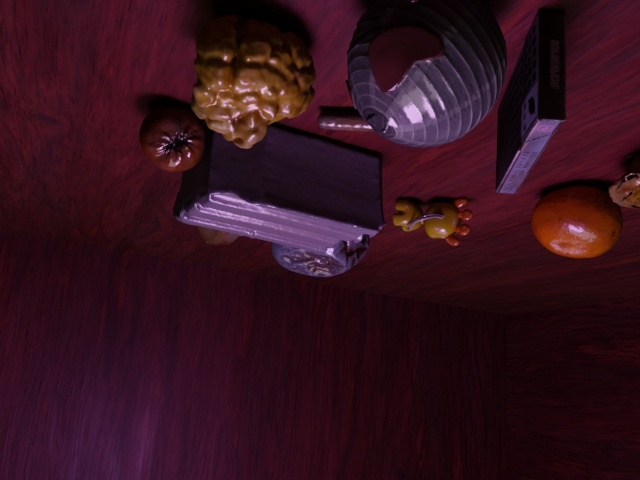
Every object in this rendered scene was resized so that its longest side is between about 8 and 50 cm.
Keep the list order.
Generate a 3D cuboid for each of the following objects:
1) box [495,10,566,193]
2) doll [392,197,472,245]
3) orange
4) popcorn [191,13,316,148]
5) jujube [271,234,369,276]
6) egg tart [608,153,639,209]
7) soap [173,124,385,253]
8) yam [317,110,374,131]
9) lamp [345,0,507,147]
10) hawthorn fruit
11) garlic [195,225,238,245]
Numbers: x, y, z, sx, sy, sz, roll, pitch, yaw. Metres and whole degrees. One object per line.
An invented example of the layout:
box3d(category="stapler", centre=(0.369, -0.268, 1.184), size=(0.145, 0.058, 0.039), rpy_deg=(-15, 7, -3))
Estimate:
box3d(category="box", centre=(0.349, -0.215, 1.005), size=(0.047, 0.180, 0.325), rpy_deg=(4, 166, 8))
box3d(category="doll", centre=(0.334, -0.065, 1.726), size=(0.221, 0.142, 0.135), rpy_deg=(9, 168, 32))
box3d(category="orange", centre=(0.671, -0.054, 1.551), size=(0.224, 0.170, 0.224), rpy_deg=(21, 156, 10))
box3d(category="popcorn", centre=(-0.113, -0.255, 0.979), size=(0.200, 0.203, 0.226), rpy_deg=(15, -176, 2))
box3d(category="jujube", centre=(0.001, -0.009, 1.879), size=(0.308, 0.215, 0.246), rpy_deg=(5, 143, 13))
box3d(category="egg tart", centre=(0.770, -0.145, 1.295), size=(0.291, 0.107, 0.291), rpy_deg=(0, 166, 0))
box3d(category="soap", centre=(-0.106, -0.125, 1.459), size=(0.435, 0.212, 0.350), rpy_deg=(12, 167, -25))
box3d(category="yam", centre=(0.124, -0.248, 1.230), size=(0.264, 0.046, 0.046), rpy_deg=(4, 166, 8))
box3d(category="lamp", centre=(0.147, -0.247, 0.854), size=(0.233, 0.233, 0.265), rpy_deg=(7, 168, -7))
box3d(category="hawthorn fruit", centre=(-0.333, -0.238, 1.310), size=(0.149, 0.149, 0.189), rpy_deg=(18, -155, -41))
box3d(category="garlic", centre=(-0.325, -0.081, 1.877), size=(0.196, 0.151, 0.338), rpy_deg=(21, 162, -9))
